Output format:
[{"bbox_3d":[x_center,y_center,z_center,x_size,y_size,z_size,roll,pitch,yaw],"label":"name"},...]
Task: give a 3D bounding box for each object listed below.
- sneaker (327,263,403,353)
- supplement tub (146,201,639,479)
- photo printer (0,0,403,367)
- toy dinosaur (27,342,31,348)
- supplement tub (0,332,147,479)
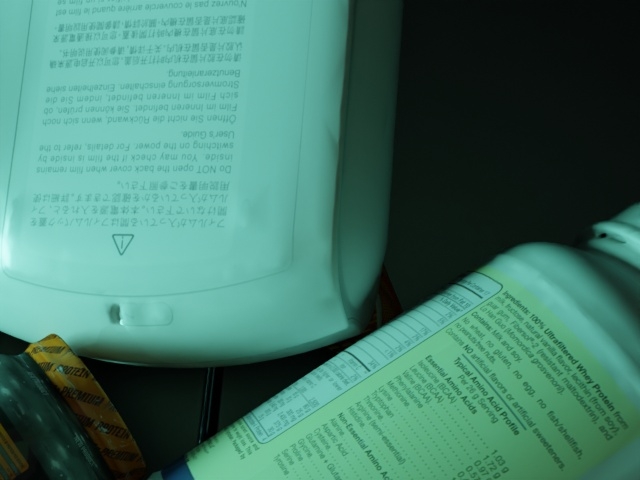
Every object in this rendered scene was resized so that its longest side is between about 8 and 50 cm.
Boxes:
[{"bbox_3d":[0.000,0.000,0.768,0.064,0.067,0.175,-28,66,17],"label":"sneaker"},{"bbox_3d":[0.088,0.147,0.650,0.325,0.235,0.235,-32,83,-9],"label":"supplement tub"},{"bbox_3d":[-0.079,-0.081,0.717,0.256,0.107,0.307,0,78,19],"label":"photo printer"},{"bbox_3d":[-0.235,0.139,0.711,0.064,0.112,0.211,33,36,32],"label":"toy dinosaur"},{"bbox_3d":[-0.191,0.136,0.633,0.190,0.117,0.117,-33,83,-19],"label":"supplement tub"}]
